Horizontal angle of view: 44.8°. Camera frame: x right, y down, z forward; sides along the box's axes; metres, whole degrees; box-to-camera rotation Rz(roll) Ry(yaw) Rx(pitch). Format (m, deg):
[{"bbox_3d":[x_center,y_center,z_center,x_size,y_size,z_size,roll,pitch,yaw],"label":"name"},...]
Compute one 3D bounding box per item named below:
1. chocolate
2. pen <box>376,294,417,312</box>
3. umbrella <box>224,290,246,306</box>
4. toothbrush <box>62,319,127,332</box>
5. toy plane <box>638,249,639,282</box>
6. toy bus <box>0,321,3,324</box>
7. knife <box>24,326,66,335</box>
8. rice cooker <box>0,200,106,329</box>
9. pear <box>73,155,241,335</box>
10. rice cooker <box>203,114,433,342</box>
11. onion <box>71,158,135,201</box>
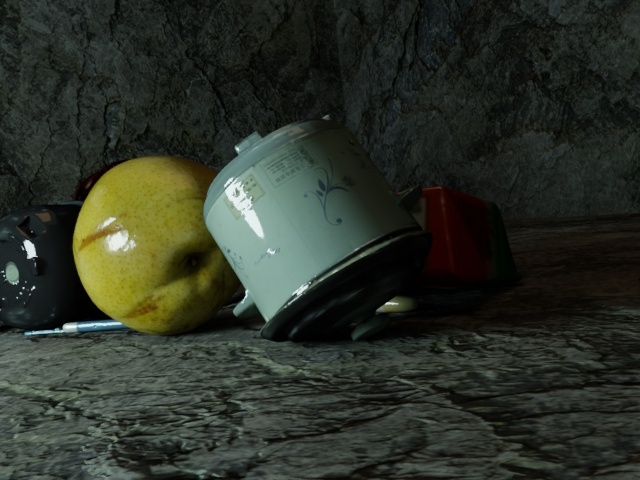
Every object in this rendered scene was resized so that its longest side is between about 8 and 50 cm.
[{"bbox_3d":[0.130,0.011,1.362,0.360,0.161,0.341,-5,-6,28],"label":"chocolate"},{"bbox_3d":[0.059,0.105,1.286,0.233,0.032,0.040,-2,-11,36],"label":"pen"},{"bbox_3d":[-0.144,0.115,1.558,0.269,0.044,0.044,-19,36,-32],"label":"umbrella"},{"bbox_3d":[-0.335,0.148,1.396,0.276,0.019,0.025,-6,-2,13],"label":"toothbrush"},{"bbox_3d":[0.484,0.040,1.078,0.060,0.096,0.235,-8,21,13],"label":"toy plane"},{"bbox_3d":[-0.662,0.117,1.602,0.106,0.131,0.297,-5,3,33],"label":"toy bus"},{"bbox_3d":[-0.506,0.168,1.448,0.096,0.010,0.027,-6,3,10],"label":"knife"},{"bbox_3d":[-0.520,0.048,1.515,0.267,0.267,0.224,-4,2,33],"label":"rice cooker"},{"bbox_3d":[-0.257,0.007,1.285,0.314,0.314,0.314,-6,3,0],"label":"pear"},{"bbox_3d":[0.000,0.000,1.063,0.317,0.316,0.264,-6,-13,7],"label":"rice cooker"},{"bbox_3d":[-0.392,-0.028,1.811,0.385,0.347,0.348,-12,6,-41],"label":"onion"}]
